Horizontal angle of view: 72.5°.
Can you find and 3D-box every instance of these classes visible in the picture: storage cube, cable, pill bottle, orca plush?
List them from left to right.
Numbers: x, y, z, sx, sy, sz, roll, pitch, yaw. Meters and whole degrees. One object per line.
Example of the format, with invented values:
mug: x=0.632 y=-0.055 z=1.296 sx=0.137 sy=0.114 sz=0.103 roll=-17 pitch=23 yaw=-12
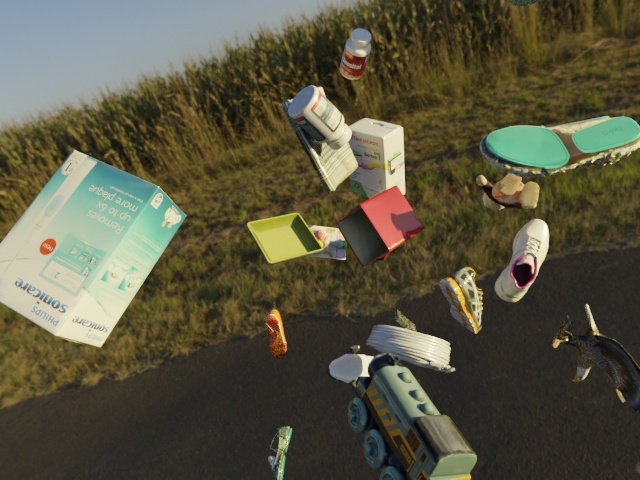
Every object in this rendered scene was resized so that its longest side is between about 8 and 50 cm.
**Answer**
pill bottle: x=0.004 y=-0.346 z=1.259 sx=0.108 sy=0.180 sz=0.107 roll=-27 pitch=45 yaw=30
pill bottle: x=0.119 y=-0.625 z=1.464 sx=0.086 sy=0.086 sz=0.152 roll=-30 pitch=-18 yaw=-22
orca plush: x=0.149 y=0.458 z=1.609 sx=0.287 sy=0.151 sz=0.102 roll=-19 pitch=-15 yaw=-24
storage cube: x=0.209 y=-0.049 z=1.545 sx=0.193 sy=0.215 sz=0.184 roll=-30 pitch=-5 yaw=-32
cable: x=0.276 y=0.333 z=1.373 sx=0.257 sy=0.089 sz=0.257 roll=18 pitch=-13 yaw=2

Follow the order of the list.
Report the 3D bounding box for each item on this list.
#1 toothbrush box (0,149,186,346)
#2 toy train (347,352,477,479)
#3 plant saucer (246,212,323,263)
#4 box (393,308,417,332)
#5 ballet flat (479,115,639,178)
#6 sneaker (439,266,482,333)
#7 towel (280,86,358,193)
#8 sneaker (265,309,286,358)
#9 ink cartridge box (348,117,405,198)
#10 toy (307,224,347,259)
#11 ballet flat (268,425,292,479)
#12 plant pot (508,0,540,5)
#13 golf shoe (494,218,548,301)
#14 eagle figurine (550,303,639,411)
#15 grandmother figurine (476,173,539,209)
toothbrush box: x=-0.432 y=0.012 z=0.804 sx=0.216 sy=0.126 sz=0.295 roll=24 pitch=74 yaw=17
toy train: x=0.172 y=0.387 z=0.897 sx=0.142 sy=0.190 sz=0.334 roll=12 pitch=23 yaw=-25
plant saucer: x=-0.117 y=0.001 z=1.388 sx=0.189 sy=0.045 sz=0.188 roll=-13 pitch=49 yaw=-27
box: x=0.272 y=0.264 z=1.404 sx=0.018 sy=0.083 sz=0.067 roll=-48 pitch=2 yaw=12
ballet flat: x=0.345 y=-0.126 z=0.640 sx=0.241 sy=0.077 sz=0.091 roll=-6 pitch=65 yaw=-4
sneaker: x=0.372 y=0.155 z=1.095 sx=0.083 sy=0.214 sz=0.084 roll=-39 pitch=38 yaw=-12
towel: x=0.020 y=-0.339 z=1.431 sx=0.056 sy=0.312 sz=0.324 roll=-22 pitch=15 yaw=28
sneaker: x=-0.143 y=0.315 z=1.462 sx=0.064 sy=0.175 sz=0.067 roll=-1 pitch=17 yaw=8
ink cartridge box: x=0.210 y=-0.305 z=1.676 sx=0.117 sy=0.278 sz=0.201 roll=-32 pitch=40 yaw=-30
toy: x=0.000 y=0.000 z=1.846 sx=0.237 sy=0.136 sz=0.056 roll=7 pitch=-16 yaw=-14
ballet flat: x=-0.145 y=0.732 z=1.497 sx=0.070 sy=0.070 sz=0.188 roll=-12 pitch=37 yaw=21
plant pot: x=0.601 y=-0.905 z=1.256 sx=0.341 sy=0.334 sz=0.341 roll=-29 pitch=42 yaw=29
golf shoe: x=0.679 y=0.056 z=1.419 sx=0.115 sy=0.140 sz=0.306 roll=25 pitch=76 yaw=12
eagle figurine: x=0.876 y=0.373 z=1.355 sx=0.298 sy=0.225 sz=0.226 roll=29 pitch=52 yaw=27
grandmother figurine: x=0.620 y=-0.156 z=1.482 sx=0.104 sy=0.208 sz=0.342 roll=-49 pitch=-10 yaw=6
